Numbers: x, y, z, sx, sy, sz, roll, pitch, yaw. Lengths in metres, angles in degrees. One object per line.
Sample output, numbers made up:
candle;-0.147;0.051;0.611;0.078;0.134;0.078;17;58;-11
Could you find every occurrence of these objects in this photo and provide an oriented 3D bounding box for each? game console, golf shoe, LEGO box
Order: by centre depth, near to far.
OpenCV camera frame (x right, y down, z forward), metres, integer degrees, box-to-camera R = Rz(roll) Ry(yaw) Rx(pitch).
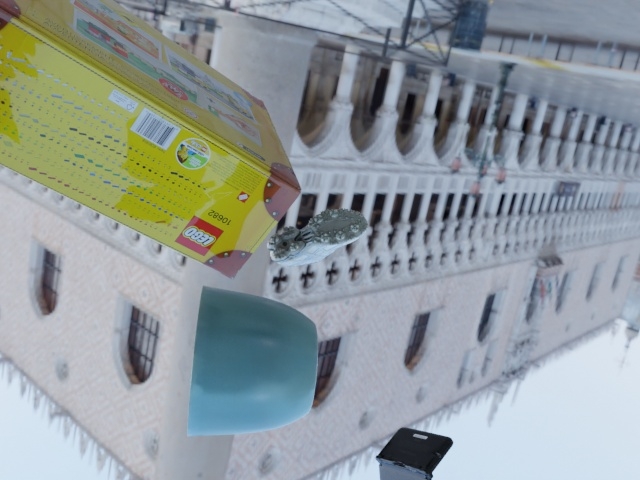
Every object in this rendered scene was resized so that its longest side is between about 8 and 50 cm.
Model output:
game console;0.148;0.356;1.029;0.107;0.071;0.122;-42;-162;-30
LEGO box;-0.307;-0.207;1.034;0.500;0.193;0.372;30;-160;-29
golf shoe;0.000;0.000;1.145;0.176;0.069;0.086;-16;151;8

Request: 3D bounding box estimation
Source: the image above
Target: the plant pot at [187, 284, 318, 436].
plant pot;-0.131;0.244;1.330;0.235;0.293;0.293;5;-166;-7
